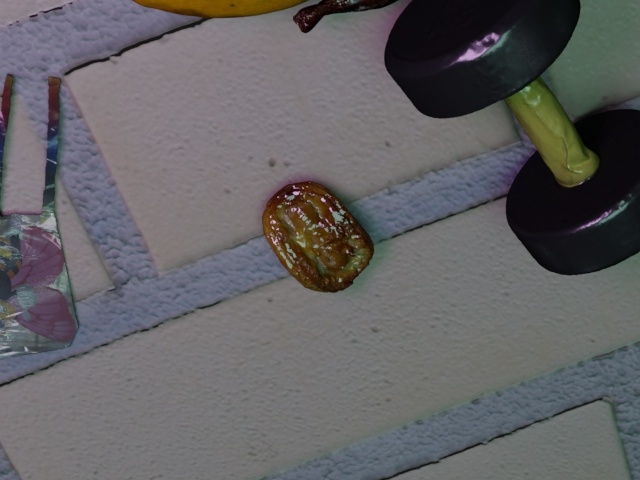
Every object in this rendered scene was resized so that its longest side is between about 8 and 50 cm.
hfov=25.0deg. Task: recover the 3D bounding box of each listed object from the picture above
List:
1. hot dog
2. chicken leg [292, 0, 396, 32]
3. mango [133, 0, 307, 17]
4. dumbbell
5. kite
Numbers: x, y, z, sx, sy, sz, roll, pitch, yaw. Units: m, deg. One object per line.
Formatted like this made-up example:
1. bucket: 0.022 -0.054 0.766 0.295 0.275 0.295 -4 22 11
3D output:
1. hot dog: -0.002 0.000 1.645 0.099 0.065 0.147 -38 117 -1
2. chicken leg: 0.071 -0.278 1.501 0.219 0.089 0.048 -28 80 6
3. mango: -0.040 -0.321 1.420 0.359 0.144 0.187 -16 122 -5
4. dumbbell: 0.235 -0.136 1.538 0.204 0.204 0.322 -36 118 9
5. kite: -0.364 -0.015 1.593 0.204 0.022 0.360 1 119 -12
